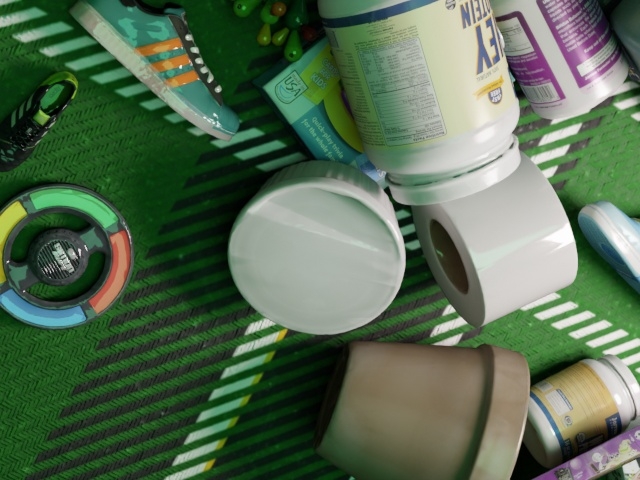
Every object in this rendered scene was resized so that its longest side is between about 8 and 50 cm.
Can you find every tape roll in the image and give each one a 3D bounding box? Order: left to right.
[{"bbox_3d":[0.274,-0.005,1.813,0.169,0.246,0.246,-23,109,-11],"label":"tape roll"}]

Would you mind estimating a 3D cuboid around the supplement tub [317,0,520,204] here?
[{"bbox_3d":[0.150,-0.238,1.633,0.235,0.235,0.325,-23,110,-11],"label":"supplement tub"}]

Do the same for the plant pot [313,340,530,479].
[{"bbox_3d":[0.149,0.292,1.841,0.280,0.323,0.323,19,98,-5],"label":"plant pot"}]

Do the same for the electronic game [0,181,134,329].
[{"bbox_3d":[-0.396,0.025,1.713,0.229,0.048,0.229,-4,104,-16],"label":"electronic game"}]

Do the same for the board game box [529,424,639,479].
[{"bbox_3d":[0.452,0.392,1.944,0.346,0.208,0.056,-31,76,15],"label":"board game box"}]

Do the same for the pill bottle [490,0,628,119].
[{"bbox_3d":[0.349,-0.356,1.787,0.169,0.169,0.301,-36,112,-6],"label":"pill bottle"}]

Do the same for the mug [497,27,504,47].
[{"bbox_3d":[0.235,-0.311,1.745,0.064,0.078,0.062,-32,144,-1],"label":"mug"}]

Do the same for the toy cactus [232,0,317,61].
[{"bbox_3d":[-0.054,-0.382,1.687,0.180,0.112,0.219,-29,84,-30],"label":"toy cactus"}]

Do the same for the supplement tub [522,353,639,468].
[{"bbox_3d":[0.451,0.297,1.999,0.199,0.144,0.144,-25,110,-10],"label":"supplement tub"}]

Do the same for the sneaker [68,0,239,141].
[{"bbox_3d":[-0.216,-0.273,1.662,0.302,0.108,0.121,42,93,-21],"label":"sneaker"}]

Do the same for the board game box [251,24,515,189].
[{"bbox_3d":[0.102,-0.250,1.784,0.336,0.079,0.254,-40,112,-4],"label":"board game box"}]

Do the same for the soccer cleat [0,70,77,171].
[{"bbox_3d":[-0.417,-0.172,1.642,0.060,0.072,0.179,39,90,-22],"label":"soccer cleat"}]

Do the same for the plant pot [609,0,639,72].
[{"bbox_3d":[0.599,-0.315,1.755,0.247,0.252,0.248,-48,132,0],"label":"plant pot"}]

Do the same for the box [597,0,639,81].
[{"bbox_3d":[0.572,-0.408,1.903,0.232,0.059,0.183,-41,113,-4],"label":"box"}]

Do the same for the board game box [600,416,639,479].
[{"bbox_3d":[0.662,0.460,2.136,0.224,0.097,0.303,-21,109,-10],"label":"board game box"}]

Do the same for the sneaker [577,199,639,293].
[{"bbox_3d":[0.598,-0.019,1.979,0.319,0.127,0.208,40,92,-32],"label":"sneaker"}]

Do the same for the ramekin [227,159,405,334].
[{"bbox_3d":[0.000,0.000,1.743,0.272,0.127,0.273,4,123,7],"label":"ramekin"}]
